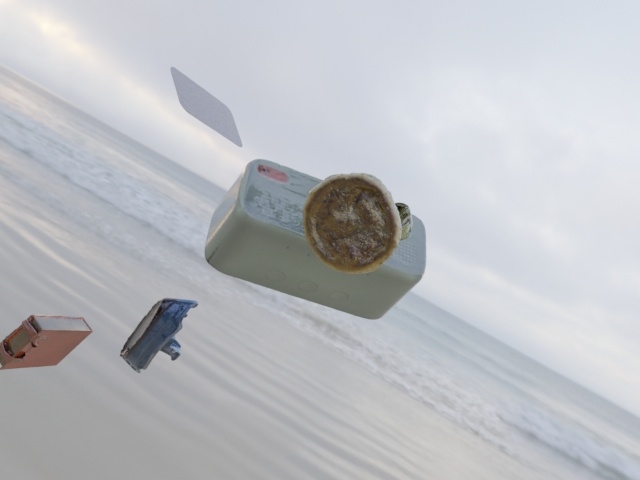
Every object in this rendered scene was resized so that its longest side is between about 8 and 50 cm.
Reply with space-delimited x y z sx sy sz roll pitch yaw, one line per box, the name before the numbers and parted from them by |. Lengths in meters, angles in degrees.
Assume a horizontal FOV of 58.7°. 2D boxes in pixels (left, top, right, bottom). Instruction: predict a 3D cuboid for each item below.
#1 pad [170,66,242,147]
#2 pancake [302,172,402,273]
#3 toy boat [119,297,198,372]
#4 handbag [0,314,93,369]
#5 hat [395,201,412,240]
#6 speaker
pad | -0.318 -0.373 1.605 0.266 0.002 0.176 29 34 -55
pancake | 0.045 -0.026 0.852 0.158 0.158 0.028 29 7 9
toy boat | -0.448 0.274 1.622 0.142 0.309 0.129 33 20 -25
handbag | -0.614 0.225 1.263 0.063 0.127 0.190 48 1 15
hat | 0.122 -0.025 0.980 0.076 0.059 0.077 -7 33 15
speaker | 0.000 0.000 1.108 0.406 0.183 0.184 19 -36 -17
